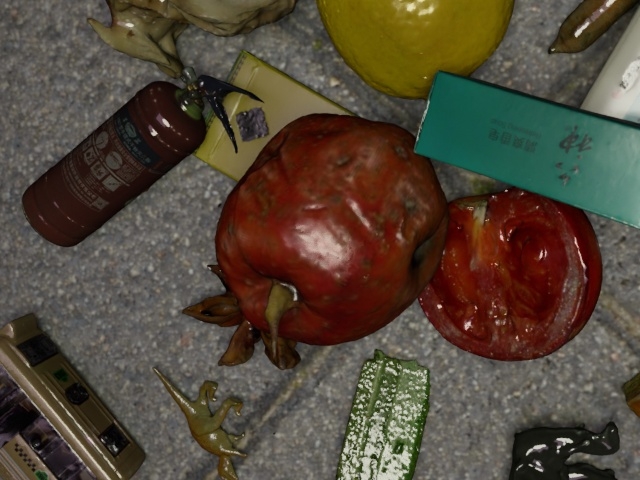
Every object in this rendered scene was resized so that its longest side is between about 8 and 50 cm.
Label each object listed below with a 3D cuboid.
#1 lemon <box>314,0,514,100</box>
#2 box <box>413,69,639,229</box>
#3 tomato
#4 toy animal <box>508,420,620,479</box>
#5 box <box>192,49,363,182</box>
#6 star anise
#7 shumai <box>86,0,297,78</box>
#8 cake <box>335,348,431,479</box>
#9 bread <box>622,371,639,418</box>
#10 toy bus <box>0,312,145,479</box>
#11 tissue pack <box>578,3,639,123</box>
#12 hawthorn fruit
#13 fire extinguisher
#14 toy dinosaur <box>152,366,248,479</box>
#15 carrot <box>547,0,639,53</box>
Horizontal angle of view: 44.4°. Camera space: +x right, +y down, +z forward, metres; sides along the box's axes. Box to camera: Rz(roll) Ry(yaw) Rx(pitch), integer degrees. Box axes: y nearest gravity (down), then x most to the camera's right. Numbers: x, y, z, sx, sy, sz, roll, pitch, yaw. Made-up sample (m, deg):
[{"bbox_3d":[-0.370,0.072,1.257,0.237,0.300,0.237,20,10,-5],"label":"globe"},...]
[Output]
[{"bbox_3d":[0.104,-0.299,0.882,0.235,0.236,0.263,-23,74,12],"label":"lemon"},{"bbox_3d":[0.240,-0.097,0.808,0.244,0.153,0.092,23,107,28],"label":"box"},{"bbox_3d":[0.238,0.035,0.939,0.233,0.139,0.201,-7,90,46],"label":"tomato"},{"bbox_3d":[0.292,0.324,0.969,0.146,0.114,0.245,17,98,8],"label":"toy animal"},{"bbox_3d":[-0.018,-0.112,1.017,0.278,0.041,0.153,31,102,6],"label":"box"},{"bbox_3d":[-0.062,0.084,1.012,0.212,0.111,0.196,21,79,38],"label":"star anise"},{"bbox_3d":[-0.163,-0.343,0.970,0.267,0.262,0.314,27,58,-19],"label":"shumai"},{"bbox_3d":[0.078,0.270,1.012,0.100,0.099,0.236,13,97,7],"label":"cake"},{"bbox_3d":[0.505,0.177,0.917,0.234,0.110,0.184,-43,88,11],"label":"bread"},{"bbox_3d":[-0.385,0.247,1.073,0.157,0.139,0.290,-40,89,8],"label":"toy bus"},{"bbox_3d":[0.405,-0.153,0.876,0.201,0.124,0.271,31,111,8],"label":"tissue pack"},{"bbox_3d":[0.011,-0.014,0.878,0.261,0.258,0.258,-17,93,-25],"label":"hawthorn fruit"},{"bbox_3d":[-0.222,-0.107,0.999,0.344,0.102,0.138,-34,83,20],"label":"fire extinguisher"},{"bbox_3d":[-0.171,0.256,1.086,0.161,0.039,0.127,16,100,10],"label":"toy dinosaur"},{"bbox_3d":[0.399,-0.338,0.909,0.070,0.070,0.342,46,108,3],"label":"carrot"}]
